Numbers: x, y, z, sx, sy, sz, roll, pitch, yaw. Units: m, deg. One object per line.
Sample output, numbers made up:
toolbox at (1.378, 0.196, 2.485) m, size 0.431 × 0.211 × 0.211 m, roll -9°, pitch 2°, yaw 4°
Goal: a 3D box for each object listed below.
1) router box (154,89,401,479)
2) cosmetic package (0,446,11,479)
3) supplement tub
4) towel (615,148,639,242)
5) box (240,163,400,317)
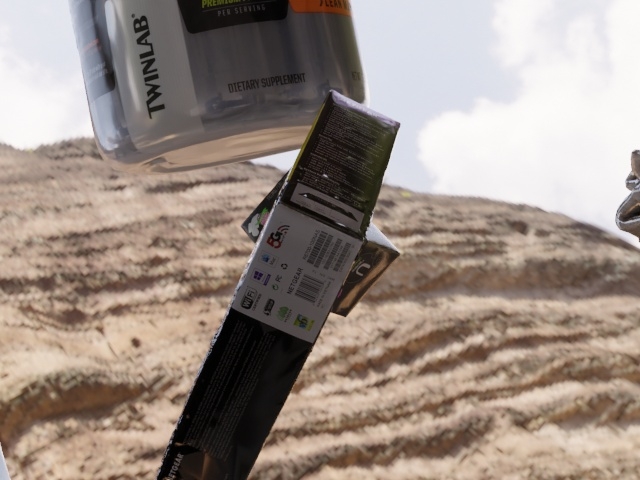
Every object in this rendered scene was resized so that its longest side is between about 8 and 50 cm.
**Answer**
router box at (-0.020, 0.030, 0.641) m, size 0.046 × 0.133 × 0.179 m, roll 24°, pitch -60°, yaw -2°
cosmetic package at (-0.343, 0.198, 0.544) m, size 0.329 × 0.394 × 0.327 m, roll 31°, pitch -77°, yaw -37°
supplement tub at (-0.092, -0.230, 0.936) m, size 0.207 × 0.207 × 0.338 m, roll -11°, pitch -92°, yaw -23°
towel at (0.293, -0.002, 0.571) m, size 0.282 × 0.187 × 0.049 m, roll 22°, pitch -113°, yaw -17°
box at (0.000, 0.000, 0.860) m, size 0.062 × 0.083 × 0.052 m, roll -49°, pitch -30°, yaw 12°
